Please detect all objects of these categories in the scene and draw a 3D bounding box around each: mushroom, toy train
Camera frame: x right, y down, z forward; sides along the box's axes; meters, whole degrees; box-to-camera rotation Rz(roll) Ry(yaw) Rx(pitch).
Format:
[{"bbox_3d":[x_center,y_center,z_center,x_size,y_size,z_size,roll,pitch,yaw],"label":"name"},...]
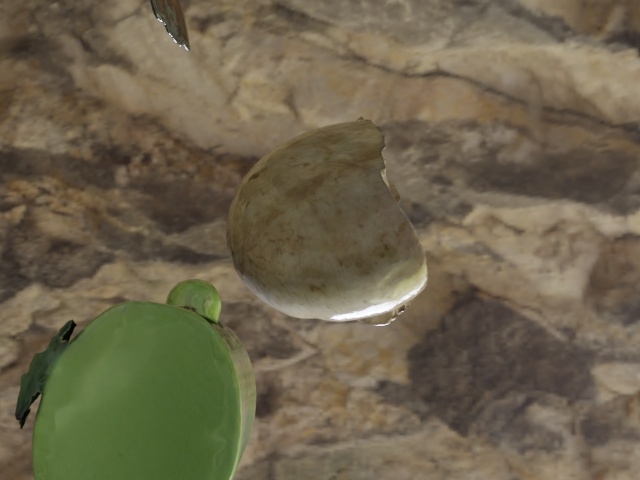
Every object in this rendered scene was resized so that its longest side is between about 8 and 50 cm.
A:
[{"bbox_3d":[0.000,0.000,1.342,0.189,0.254,0.195,-13,-58,0],"label":"mushroom"},{"bbox_3d":[-0.069,0.092,0.521,0.105,0.253,0.157,13,-95,0],"label":"toy train"}]

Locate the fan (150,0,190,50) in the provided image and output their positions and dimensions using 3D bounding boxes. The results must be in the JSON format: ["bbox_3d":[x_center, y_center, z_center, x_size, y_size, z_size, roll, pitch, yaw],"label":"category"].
[{"bbox_3d":[-0.172,-0.304,1.344,0.132,0.009,0.220,46,-150,-74],"label":"fan"}]
